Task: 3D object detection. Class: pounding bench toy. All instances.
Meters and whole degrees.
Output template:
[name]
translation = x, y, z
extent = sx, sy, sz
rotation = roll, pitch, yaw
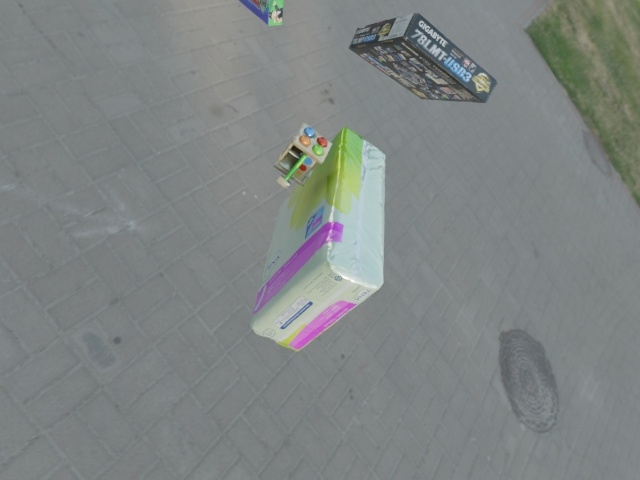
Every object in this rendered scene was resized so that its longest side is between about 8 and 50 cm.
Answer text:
[pounding bench toy]
translation = -0.027, -0.116, 0.672
extent = 0.052, 0.065, 0.083
rotation = 34, 44, -12

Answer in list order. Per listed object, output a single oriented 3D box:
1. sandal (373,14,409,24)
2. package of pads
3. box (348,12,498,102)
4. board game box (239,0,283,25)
[sandal]
translation = 0.178, -0.601, 1.355
extent = 0.040, 0.179, 0.067
rotation = 10, 67, -67
[package of pads]
translation = 0.000, 0.000, 0.745
extent = 0.101, 0.229, 0.297
rotation = 27, 45, -18
[box]
translation = 0.259, -0.463, 1.240
extent = 0.295, 0.293, 0.073
rotation = 25, 97, -27
[board game box]
translation = -0.185, -0.725, 1.224
extent = 0.046, 0.214, 0.317
rotation = -20, 52, -27
